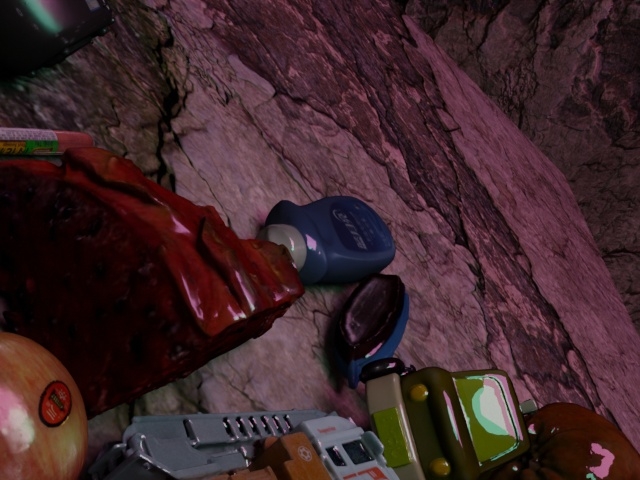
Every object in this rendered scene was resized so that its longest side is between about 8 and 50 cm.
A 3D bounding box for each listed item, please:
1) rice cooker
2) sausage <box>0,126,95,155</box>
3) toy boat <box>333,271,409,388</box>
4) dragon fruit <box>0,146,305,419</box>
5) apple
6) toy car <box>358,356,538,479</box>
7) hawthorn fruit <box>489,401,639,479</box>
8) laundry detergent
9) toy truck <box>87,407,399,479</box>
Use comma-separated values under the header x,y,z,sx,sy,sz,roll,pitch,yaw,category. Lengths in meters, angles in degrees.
x,y,z,sx,sy,sz,roll,pitch,yaw,category
-0.322,-0.266,0.826,0.118,0.142,0.203,57,26,-21,rice cooker
-0.323,-0.104,0.754,0.029,0.029,0.223,59,28,11,sausage
0.073,0.135,1.041,0.223,0.100,0.097,-57,144,-55,toy boat
-0.131,-0.003,0.726,0.329,0.228,0.286,-3,59,-56,dragon fruit
-0.239,0.129,0.492,0.146,0.146,0.131,-33,108,-62,apple
0.173,0.234,0.892,0.248,0.198,0.204,46,28,-66,toy car
0.345,0.366,1.029,0.258,0.258,0.262,-94,170,-46,hawthorn fruit
0.000,0.000,1.062,0.143,0.094,0.290,58,27,14,laundry detergent
-0.045,0.243,0.682,0.338,0.133,0.184,6,44,-52,toy truck
